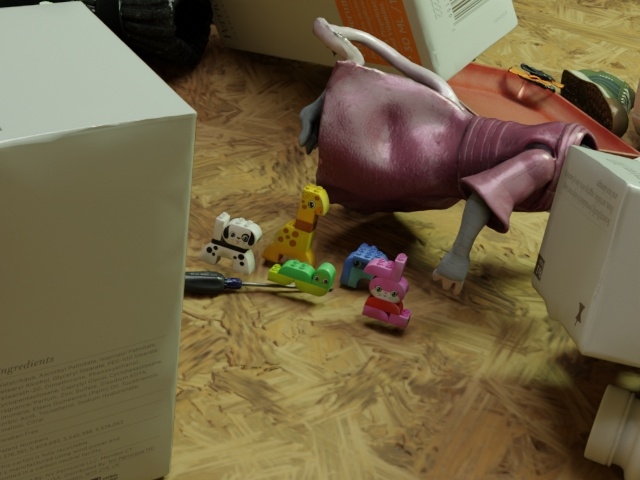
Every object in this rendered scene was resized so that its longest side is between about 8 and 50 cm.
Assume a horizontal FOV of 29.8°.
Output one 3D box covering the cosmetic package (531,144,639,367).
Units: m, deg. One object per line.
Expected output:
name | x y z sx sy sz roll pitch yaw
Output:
cosmetic package | 0.403 0.041 1.074 0.384 0.156 0.217 14 13 -7

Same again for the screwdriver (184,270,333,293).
screwdriver | -0.069 0.046 1.253 0.169 0.024 0.025 3 3 -20

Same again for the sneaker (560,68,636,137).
sneaker | 0.412 -0.199 1.698 0.086 0.064 0.192 -2 27 -11

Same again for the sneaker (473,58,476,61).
sneaker | 0.131 -0.282 1.740 0.135 0.098 0.276 30 39 27

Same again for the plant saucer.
plant saucer | 0.250 -0.165 1.586 0.258 0.048 0.259 4 28 -35

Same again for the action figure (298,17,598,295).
action figure | 0.181 -0.090 1.282 0.370 0.276 0.248 6 8 29

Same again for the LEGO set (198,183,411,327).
LEGO set | 0.000 0.000 1.250 0.227 0.093 0.087 17 22 10

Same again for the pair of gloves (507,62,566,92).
pair of gloves | 0.309 -0.232 1.711 0.074 0.010 0.083 30 23 18

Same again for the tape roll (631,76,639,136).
tape roll | 0.552 -0.216 1.598 0.169 0.246 0.246 28 37 29

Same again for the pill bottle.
pill bottle | 0.321 0.186 1.044 0.169 0.094 0.094 19 33 16

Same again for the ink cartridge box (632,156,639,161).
ink cartridge box | 0.425 -0.032 1.354 0.217 0.159 0.092 -22 44 -39

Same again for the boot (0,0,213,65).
boot | -0.315 -0.286 1.612 0.260 0.131 0.348 17 32 13

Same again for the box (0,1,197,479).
box | -0.228 0.017 0.948 0.168 0.345 0.215 -13 38 -30

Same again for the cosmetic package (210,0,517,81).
cosmetic package | 0.019 -0.365 1.588 0.161 0.230 0.453 -39 34 -26
